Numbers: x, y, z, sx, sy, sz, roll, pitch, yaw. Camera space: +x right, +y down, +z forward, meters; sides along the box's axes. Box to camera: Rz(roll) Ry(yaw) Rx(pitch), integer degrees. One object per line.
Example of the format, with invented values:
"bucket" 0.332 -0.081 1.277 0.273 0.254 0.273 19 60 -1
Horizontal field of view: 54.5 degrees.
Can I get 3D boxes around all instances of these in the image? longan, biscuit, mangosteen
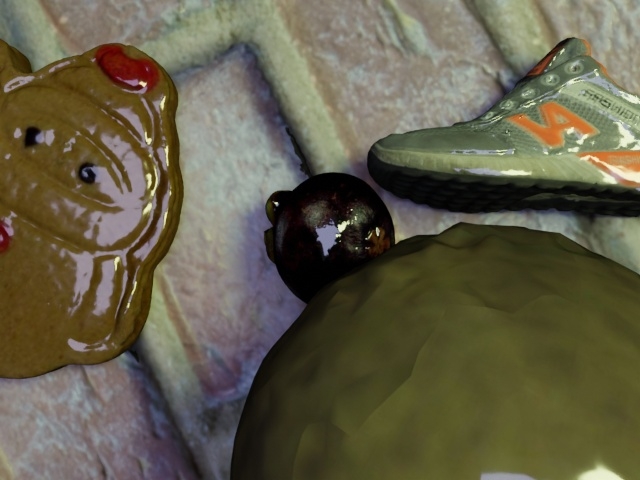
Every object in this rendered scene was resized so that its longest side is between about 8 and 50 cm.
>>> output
"longan" 0.123 0.179 0.463 0.391 0.391 0.391 0 86 3
"biscuit" -0.304 -0.051 0.667 0.359 0.074 0.381 35 92 3
"mangosteen" 0.000 0.000 0.621 0.151 0.137 0.137 6 86 38

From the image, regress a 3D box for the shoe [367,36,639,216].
"shoe" 0.216 -0.119 0.611 0.337 0.132 0.171 2 81 2
